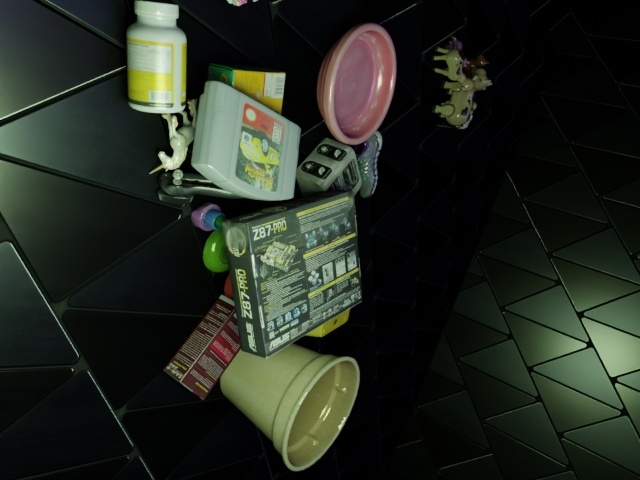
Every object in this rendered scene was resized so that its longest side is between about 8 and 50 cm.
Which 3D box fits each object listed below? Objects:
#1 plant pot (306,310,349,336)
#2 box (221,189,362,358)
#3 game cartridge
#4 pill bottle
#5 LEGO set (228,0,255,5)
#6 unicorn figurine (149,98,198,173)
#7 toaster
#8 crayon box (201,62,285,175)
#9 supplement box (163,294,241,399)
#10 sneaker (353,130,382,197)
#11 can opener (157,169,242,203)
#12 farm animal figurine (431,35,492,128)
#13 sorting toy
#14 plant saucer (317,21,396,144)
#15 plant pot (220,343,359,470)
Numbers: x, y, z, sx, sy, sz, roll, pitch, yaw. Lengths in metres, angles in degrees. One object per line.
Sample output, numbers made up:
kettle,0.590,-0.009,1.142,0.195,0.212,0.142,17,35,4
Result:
plant pot,-0.021,0.173,1.599,0.212,0.187,0.212,-20,126,-50
box,-0.048,0.063,1.305,0.395,0.097,0.318,-23,113,-48
game cartridge,-0.143,-0.188,1.114,0.294,0.060,0.196,14,84,-57
pill bottle,-0.295,-0.330,0.953,0.103,0.103,0.184,-22,126,-49
LEGO set,-0.151,-0.602,0.996,0.132,0.107,0.287,-51,145,-25
unicorn figurine,-0.286,-0.215,1.077,0.162,0.060,0.111,-43,140,-34
toaster,0.023,-0.170,1.525,0.168,0.110,0.185,-50,145,-25
crayon box,-0.176,-0.251,1.202,0.165,0.081,0.278,-19,124,-50
supplement box,-0.281,0.277,1.379,0.239,0.073,0.130,-54,145,-22
sneaker,0.130,-0.245,1.696,0.098,0.083,0.223,-7,111,-32
can opener,-0.251,-0.117,1.128,0.073,0.186,0.059,120,-35,-62
farm animal figurine,0.541,-0.579,1.993,0.330,0.172,0.326,-16,122,-52
sorting toy,-0.197,0.053,1.319,0.127,0.126,0.365,-50,145,-26
plant saucer,0.097,-0.442,1.495,0.332,0.084,0.332,-35,136,-41
plant pot,-0.105,0.422,1.513,0.334,0.305,0.333,-33,134,-42
